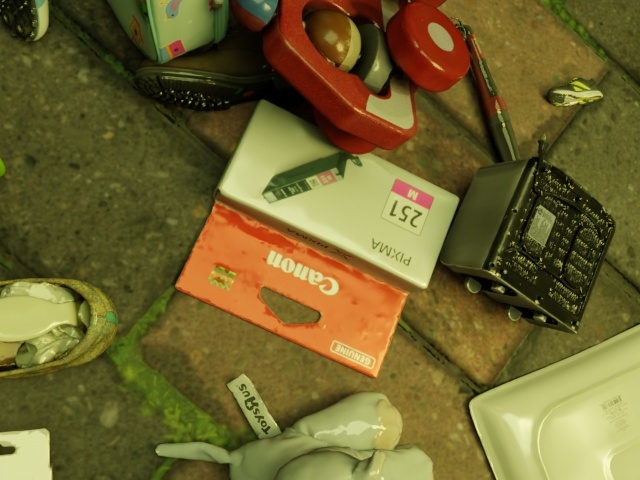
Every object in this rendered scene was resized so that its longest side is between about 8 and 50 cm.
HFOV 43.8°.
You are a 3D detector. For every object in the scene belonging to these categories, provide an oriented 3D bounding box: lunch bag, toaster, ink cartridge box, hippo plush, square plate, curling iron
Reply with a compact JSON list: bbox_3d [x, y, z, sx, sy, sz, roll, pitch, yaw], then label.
[{"bbox_3d":[-0.187,-0.343,0.838,0.108,0.224,0.279,-23,63,-21],"label":"lunch bag"},{"bbox_3d":[0.255,-0.002,0.962,0.168,0.110,0.185,32,75,-26],"label":"toaster"},{"bbox_3d":[-0.320,0.283,0.795,0.104,0.061,0.181,-1,80,-16],"label":"ink cartridge box"},{"bbox_3d":[0.000,0.000,0.942,0.275,0.060,0.239,25,73,-10],"label":"ink cartridge box"},{"bbox_3d":[0.024,0.249,0.806,0.234,0.236,0.294,-41,92,-18],"label":"hippo plush"},{"bbox_3d":[0.397,0.301,1.001,0.347,0.049,0.344,-19,86,-19],"label":"square plate"},{"bbox_3d":[0.218,-0.163,1.050,0.068,0.035,0.274,-26,92,3],"label":"curling iron"}]

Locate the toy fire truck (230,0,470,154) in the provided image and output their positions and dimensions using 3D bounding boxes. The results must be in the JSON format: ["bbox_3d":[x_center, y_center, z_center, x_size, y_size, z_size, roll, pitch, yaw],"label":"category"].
[{"bbox_3d":[0.013,-0.250,0.875,0.254,0.169,0.302,20,53,-30],"label":"toy fire truck"}]

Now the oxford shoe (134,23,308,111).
[{"bbox_3d":[-0.112,-0.208,0.943,0.227,0.083,0.096,-7,79,-29],"label":"oxford shoe"}]

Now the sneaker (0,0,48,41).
[{"bbox_3d":[-0.340,-0.345,0.905,0.086,0.085,0.237,-13,91,-50],"label":"sneaker"}]

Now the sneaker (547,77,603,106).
[{"bbox_3d":[0.347,-0.206,1.097,0.083,0.031,0.035,-1,66,-20],"label":"sneaker"}]

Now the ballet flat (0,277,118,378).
[{"bbox_3d":[-0.379,0.095,0.787,0.349,0.123,0.123,-6,81,-17],"label":"ballet flat"}]

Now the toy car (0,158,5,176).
[{"bbox_3d":[-0.454,-0.114,0.822,0.155,0.149,0.188,-38,62,-22],"label":"toy car"}]
